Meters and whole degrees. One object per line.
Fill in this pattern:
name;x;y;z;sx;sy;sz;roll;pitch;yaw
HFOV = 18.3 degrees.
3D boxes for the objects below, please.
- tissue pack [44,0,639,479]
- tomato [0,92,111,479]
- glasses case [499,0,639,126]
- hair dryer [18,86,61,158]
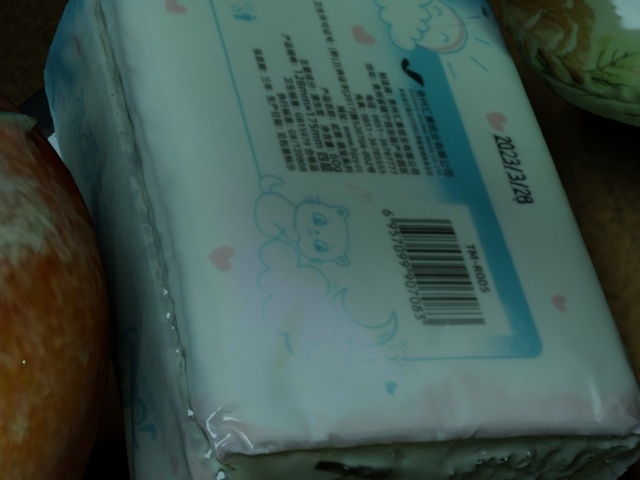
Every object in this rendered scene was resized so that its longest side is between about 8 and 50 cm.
tissue pack;0.002;0.000;0.853;0.201;0.124;0.271;-2;53;-21
tomato;-0.213;0.049;0.777;0.265;0.265;0.265;-10;58;16
glasses case;0.199;-0.247;0.931;0.156;0.098;0.425;8;68;22
hair dryer;-0.207;-0.034;1.033;0.197;0.089;0.251;-41;46;-2
